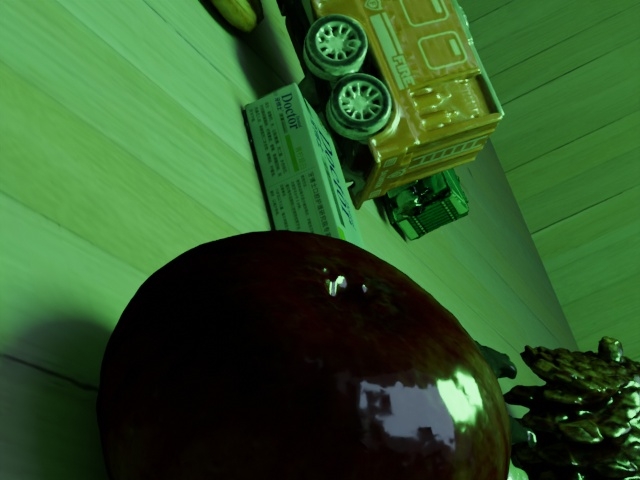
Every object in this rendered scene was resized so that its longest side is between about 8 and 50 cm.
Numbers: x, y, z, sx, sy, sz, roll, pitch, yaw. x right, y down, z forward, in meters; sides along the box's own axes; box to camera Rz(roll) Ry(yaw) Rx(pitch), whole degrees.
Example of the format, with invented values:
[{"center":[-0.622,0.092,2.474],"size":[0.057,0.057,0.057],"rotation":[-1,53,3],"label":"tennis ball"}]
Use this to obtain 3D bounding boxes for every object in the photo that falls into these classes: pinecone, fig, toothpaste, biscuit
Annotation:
[{"center":[0.389,0.283,1.585],"size":[0.298,0.242,0.295],"rotation":[3,74,-38],"label":"pinecone"},{"center":[-0.017,0.103,0.625],"size":[0.235,0.214,0.235],"rotation":[26,42,-26],"label":"fig"},{"center":[0.000,0.000,1.085],"size":[0.081,0.067,0.336],"rotation":[49,21,-53],"label":"toothpaste"},{"center":[-0.135,-0.337,1.233],"size":[0.260,0.041,0.203],"rotation":[49,24,-42],"label":"biscuit"}]

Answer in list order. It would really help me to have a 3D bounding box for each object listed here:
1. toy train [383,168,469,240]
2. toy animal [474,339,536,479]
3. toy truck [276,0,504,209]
[{"center":[0.120,-0.135,1.616],"size":[0.154,0.115,0.269],"rotation":[37,29,-49],"label":"toy train"},{"center":[0.187,0.211,1.325],"size":[0.121,0.094,0.225],"rotation":[-38,111,-65],"label":"toy animal"},{"center":[0.055,-0.253,1.304],"size":[0.173,0.207,0.387],"rotation":[111,-40,-72],"label":"toy truck"}]
